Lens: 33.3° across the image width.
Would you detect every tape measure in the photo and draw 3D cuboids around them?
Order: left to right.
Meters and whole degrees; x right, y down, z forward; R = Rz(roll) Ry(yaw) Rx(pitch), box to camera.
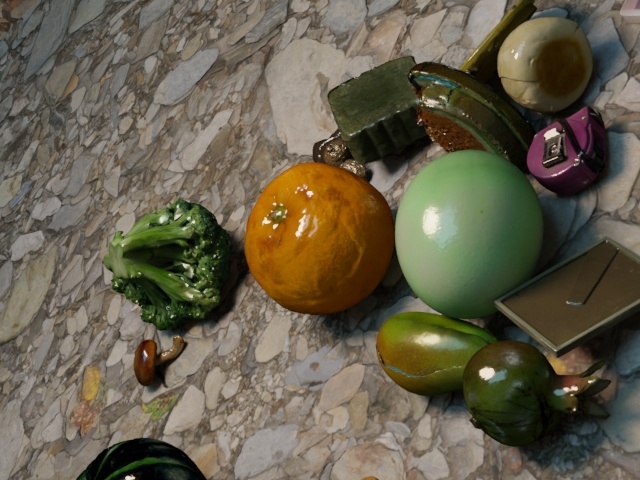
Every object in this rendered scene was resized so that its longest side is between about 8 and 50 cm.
[{"bbox_3d":[0.377,-0.136,1.641,0.118,0.074,0.125,-26,44,34],"label":"tape measure"}]

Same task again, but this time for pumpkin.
[{"bbox_3d":[-0.328,0.485,1.818,0.315,0.238,0.315,-33,38,31],"label":"pumpkin"}]

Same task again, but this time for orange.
[{"bbox_3d":[0.000,0.000,1.825,0.261,0.261,0.261,-28,45,32],"label":"orange"}]

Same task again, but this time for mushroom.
[{"bbox_3d":[-0.332,0.228,2.150,0.129,0.073,0.088,-47,4,6],"label":"mushroom"}]

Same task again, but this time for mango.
[{"bbox_3d":[0.178,0.174,1.602,0.233,0.111,0.125,14,105,41],"label":"mango"}]

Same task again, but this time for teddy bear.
[{"bbox_3d":[0.033,-0.164,2.035,0.160,0.078,0.119,15,78,50],"label":"teddy bear"}]

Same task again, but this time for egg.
[{"bbox_3d":[0.220,-0.010,1.595,0.220,0.220,0.269,-22,36,36],"label":"egg"}]

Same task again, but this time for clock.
[{"bbox_3d":[0.296,-0.319,1.817,0.237,0.057,0.237,-47,-2,-2],"label":"clock"}]

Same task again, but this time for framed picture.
[{"bbox_3d":[0.361,0.074,1.469,0.203,0.015,0.150,-28,35,-14],"label":"framed picture"}]

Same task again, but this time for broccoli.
[{"bbox_3d":[-0.302,0.043,2.125,0.294,0.245,0.265,-54,50,44],"label":"broccoli"}]

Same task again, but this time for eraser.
[{"bbox_3d":[0.528,-0.397,1.711,0.065,0.026,0.105,13,74,54],"label":"eraser"}]

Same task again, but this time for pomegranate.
[{"bbox_3d":[0.288,0.208,1.438,0.191,0.152,0.131,2,64,26],"label":"pomegranate"}]

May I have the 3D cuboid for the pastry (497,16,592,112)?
[{"bbox_3d":[0.359,-0.282,1.711,0.156,0.156,0.092,-54,31,2],"label":"pastry"}]

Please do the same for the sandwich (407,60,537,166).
[{"bbox_3d":[0.228,-0.192,1.742,0.079,0.235,0.159,-51,11,-36],"label":"sandwich"}]

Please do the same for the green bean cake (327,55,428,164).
[{"bbox_3d":[0.117,-0.242,1.957,0.183,0.094,0.185,-27,41,6],"label":"green bean cake"}]

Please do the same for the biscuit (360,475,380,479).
[{"bbox_3d":[0.119,0.434,1.532,0.250,0.036,0.165,2,65,52],"label":"biscuit"}]
